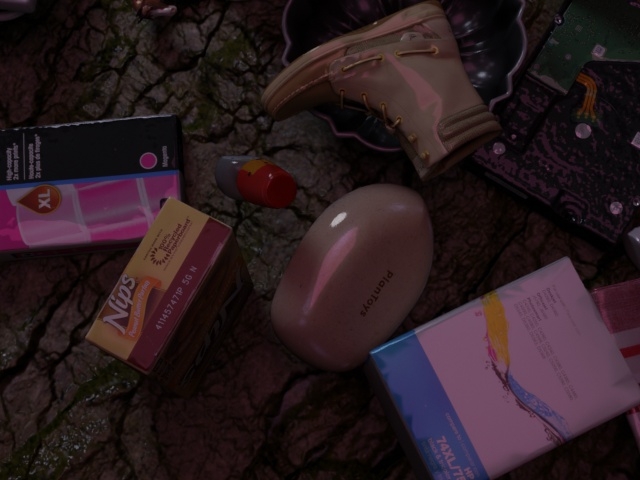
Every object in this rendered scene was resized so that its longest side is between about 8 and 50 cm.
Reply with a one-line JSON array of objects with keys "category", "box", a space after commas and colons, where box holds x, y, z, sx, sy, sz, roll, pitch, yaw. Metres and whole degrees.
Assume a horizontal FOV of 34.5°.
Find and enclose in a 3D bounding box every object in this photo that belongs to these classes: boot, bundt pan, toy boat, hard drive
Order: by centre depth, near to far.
[{"category": "boot", "box": [0.075, -0.160, 1.298, 0.261, 0.095, 0.204, -25, 81, -3]}, {"category": "toy boat", "box": [0.000, 0.000, 1.323, 0.267, 0.148, 0.318, -51, 120, -9]}, {"category": "bundt pan", "box": [0.114, -0.265, 1.417, 0.330, 0.124, 0.331, -1, 80, 5]}, {"category": "hard drive", "box": [0.384, -0.184, 1.439, 0.236, 0.064, 0.339, 31, 79, 7]}]

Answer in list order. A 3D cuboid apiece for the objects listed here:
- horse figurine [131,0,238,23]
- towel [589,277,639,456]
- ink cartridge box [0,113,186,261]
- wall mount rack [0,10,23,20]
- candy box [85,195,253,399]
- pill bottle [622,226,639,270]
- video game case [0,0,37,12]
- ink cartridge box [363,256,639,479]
[{"category": "horse figurine", "box": [-0.197, -0.438, 1.501, 0.174, 0.066, 0.263, -7, 79, -8]}, {"category": "towel", "box": [0.493, 0.197, 1.328, 0.237, 0.037, 0.329, -11, 77, -20]}, {"category": "ink cartridge box", "box": [-0.371, -0.068, 1.416, 0.370, 0.069, 0.176, -6, 77, 1]}, {"category": "wall mount rack", "box": [-0.498, -0.450, 1.478, 0.350, 0.130, 0.304, 36, 83, 8]}, {"category": "candy box", "box": [-0.169, 0.082, 1.246, 0.087, 0.316, 0.183, 28, 78, 8]}, {"category": "pill bottle", "box": [0.492, -0.020, 1.387, 0.160, 0.087, 0.087, -30, 78, -6]}, {"category": "video game case", "box": [-0.517, -0.470, 1.400, 0.328, 0.036, 0.300, 9, 76, 2]}, {"category": "ink cartridge box", "box": [0.218, 0.177, 1.284, 0.270, 0.198, 0.197, -26, 78, -5]}]
